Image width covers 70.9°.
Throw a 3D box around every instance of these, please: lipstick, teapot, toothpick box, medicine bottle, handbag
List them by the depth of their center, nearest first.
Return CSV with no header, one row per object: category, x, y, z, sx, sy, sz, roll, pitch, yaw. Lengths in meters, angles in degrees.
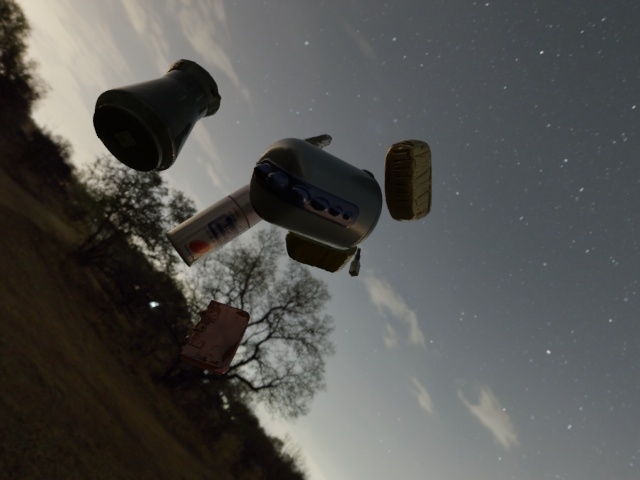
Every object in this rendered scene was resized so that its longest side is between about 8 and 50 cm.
teapot,-0.327,-0.254,0.902,0.204,0.225,0.170,2,-49,29
toothpick box,-0.023,-0.123,1.179,0.355,0.262,0.263,20,3,-41
lipstick,0.112,0.063,1.393,0.026,0.107,0.025,-8,-46,28
handbag,-0.328,0.299,1.414,0.158,0.212,0.059,21,-42,2
medicine bottle,-0.303,-0.060,1.420,0.130,0.341,0.130,46,-21,24

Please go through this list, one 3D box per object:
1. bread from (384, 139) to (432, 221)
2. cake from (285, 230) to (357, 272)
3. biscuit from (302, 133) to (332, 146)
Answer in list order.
bread,0.249,-0.170,1.288,0.106,0.140,0.236,11,-69,41
cake,0.000,0.000,1.702,0.261,0.179,0.156,21,-45,-13
biscuit,-0.032,-0.289,1.383,0.290,0.142,0.038,180,-111,-76
